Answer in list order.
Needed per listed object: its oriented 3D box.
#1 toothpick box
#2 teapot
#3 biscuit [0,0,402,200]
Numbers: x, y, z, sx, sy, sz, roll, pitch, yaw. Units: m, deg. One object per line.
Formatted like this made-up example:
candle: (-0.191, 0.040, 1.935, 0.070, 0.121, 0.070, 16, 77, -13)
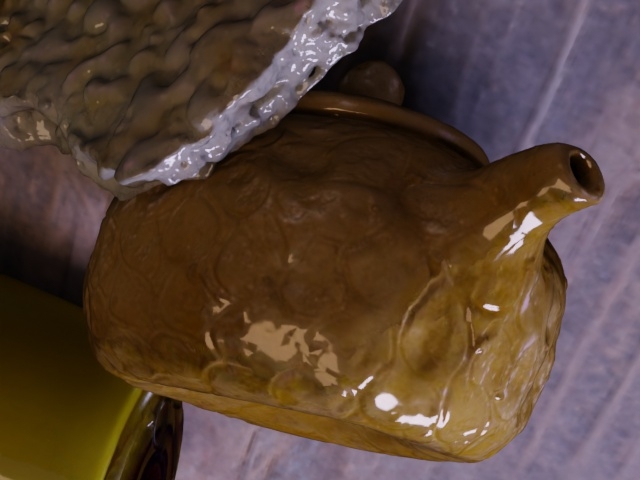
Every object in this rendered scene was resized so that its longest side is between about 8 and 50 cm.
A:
toothpick box: (-0.213, 0.092, 0.789, 0.271, 0.175, 0.175, 16, 129, 9)
teapot: (0.000, 0.000, 0.642, 0.203, 0.167, 0.311, 21, 166, -35)
biscuit: (-0.054, -0.095, 0.580, 0.265, 0.188, 0.040, -18, 142, 27)
